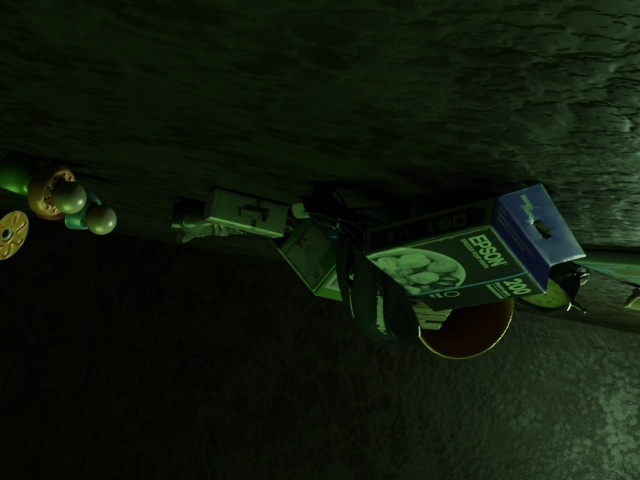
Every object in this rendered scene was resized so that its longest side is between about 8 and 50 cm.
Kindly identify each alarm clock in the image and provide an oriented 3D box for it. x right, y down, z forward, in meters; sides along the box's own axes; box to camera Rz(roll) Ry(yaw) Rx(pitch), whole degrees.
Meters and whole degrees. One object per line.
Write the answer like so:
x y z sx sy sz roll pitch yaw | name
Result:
0.335 0.055 1.306 0.192 0.064 0.129 12 148 35 | alarm clock

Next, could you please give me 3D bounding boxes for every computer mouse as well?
0.058 0.060 1.132 0.188 0.072 0.272 34 156 52 | computer mouse

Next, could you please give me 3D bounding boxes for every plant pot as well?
0.255 0.109 1.619 0.205 0.205 0.188 13 -170 -15 | plant pot

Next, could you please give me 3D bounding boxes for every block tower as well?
0.159 0.050 1.192 0.097 0.091 0.335 3 160 1 | block tower

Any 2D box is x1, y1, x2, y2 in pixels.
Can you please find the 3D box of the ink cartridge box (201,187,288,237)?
-0.135 -0.048 1.436 0.135 0.056 0.099 14 175 -16 | ink cartridge box

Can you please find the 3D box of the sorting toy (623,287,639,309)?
0.641 0.112 1.548 0.083 0.045 0.075 12 167 1 | sorting toy

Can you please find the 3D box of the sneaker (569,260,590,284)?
0.386 0.037 1.337 0.119 0.047 0.057 8 152 27 | sneaker

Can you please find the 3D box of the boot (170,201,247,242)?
-0.232 -0.031 1.745 0.161 0.084 0.246 6 176 -4 | boot

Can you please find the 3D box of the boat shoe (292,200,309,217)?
-0.003 -0.051 1.284 0.035 0.035 0.100 -19 -169 -37 | boat shoe

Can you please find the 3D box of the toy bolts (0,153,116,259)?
-0.505 -0.042 1.544 0.158 0.218 0.228 24 -175 15 | toy bolts

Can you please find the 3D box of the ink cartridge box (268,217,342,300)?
0.000 0.000 1.545 0.188 0.097 0.255 18 -154 -53 | ink cartridge box

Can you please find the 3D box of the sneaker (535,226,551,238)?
0.258 0.000 1.132 0.097 0.084 0.235 36 173 0 | sneaker

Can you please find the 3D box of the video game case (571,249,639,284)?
0.522 0.048 1.209 0.193 0.023 0.212 16 174 -34 | video game case

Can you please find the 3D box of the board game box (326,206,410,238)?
0.128 -0.011 1.307 0.160 0.047 0.210 14 173 -25 | board game box

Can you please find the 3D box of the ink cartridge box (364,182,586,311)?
0.189 0.018 0.946 0.208 0.045 0.206 -16 149 26 | ink cartridge box
